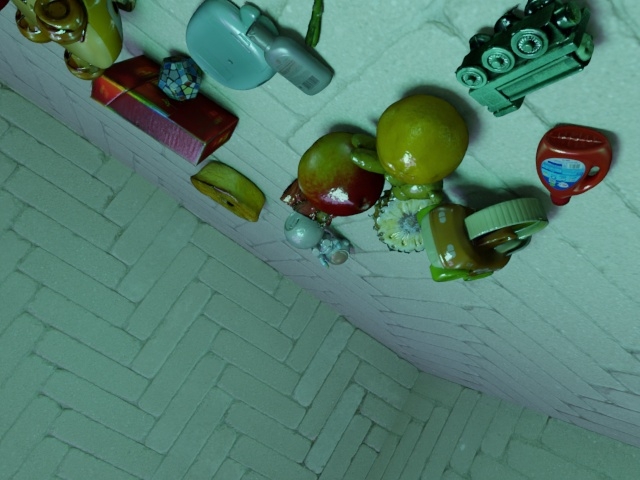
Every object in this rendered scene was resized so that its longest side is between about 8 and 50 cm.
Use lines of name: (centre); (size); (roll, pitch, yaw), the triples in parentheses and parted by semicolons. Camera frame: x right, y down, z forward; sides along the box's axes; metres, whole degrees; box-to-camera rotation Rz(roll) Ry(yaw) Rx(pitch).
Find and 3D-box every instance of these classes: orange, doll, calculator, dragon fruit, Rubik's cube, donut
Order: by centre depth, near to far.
orange: (0.164, -0.163, 0.744); (0.159, 0.136, 0.159); (32, 167, 8)
doll: (0.145, -0.135, 0.871); (0.210, 0.137, 0.097); (24, 125, -12)
calculator: (-0.179, -0.387, 0.896); (0.185, 0.041, 0.299); (41, 162, -29)
Rubik's cube: (-0.345, -0.399, 1.087); (0.111, 0.111, 0.093); (34, -170, -4)
dragon fruit: (-0.039, -0.105, 1.401); (0.192, 0.092, 0.123); (40, 163, -26)
doll: (0.000, 0.000, 1.593); (0.287, 0.150, 0.151); (35, 166, -34)
donut: (-0.348, -0.192, 1.714); (0.303, 0.110, 0.303); (29, 167, 8)

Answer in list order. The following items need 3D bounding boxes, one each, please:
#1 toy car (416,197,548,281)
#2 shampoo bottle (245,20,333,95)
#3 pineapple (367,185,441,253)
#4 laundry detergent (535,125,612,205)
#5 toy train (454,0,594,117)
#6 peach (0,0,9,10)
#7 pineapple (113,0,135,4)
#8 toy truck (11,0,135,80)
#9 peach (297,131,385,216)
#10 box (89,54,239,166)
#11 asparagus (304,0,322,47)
toy car: (0.326, -0.015, 0.856); (0.236, 0.145, 0.235); (-10, 164, -3)
shampoo bottle: (-0.059, -0.328, 0.801); (0.165, 0.040, 0.080); (30, 158, -29)
pineapple: (0.195, -0.069, 1.032); (0.176, 0.161, 0.136); (36, -158, -24)
laundry detergent: (0.381, -0.104, 0.677); (0.098, 0.049, 0.165); (19, 162, 31)
toy train: (0.246, -0.221, 0.541); (0.111, 0.071, 0.170); (28, 166, -20)
peach: (-0.849, -0.624, 0.919); (0.353, 0.339, 0.417); (39, 168, -20)
pineapple: (-0.307, -0.489, 0.730); (0.251, 0.125, 0.125); (4, 148, 51)
toy truck: (-0.524, -0.499, 0.913); (0.288, 0.211, 0.204); (37, 165, -2)
peach: (0.051, -0.134, 0.960); (0.198, 0.197, 0.197); (30, 165, 9)
box: (-0.396, -0.345, 1.155); (0.314, 0.197, 0.089); (33, 127, -4)
asparagus: (-0.003, -0.365, 0.660); (0.233, 0.022, 0.023); (120, 136, -77)
